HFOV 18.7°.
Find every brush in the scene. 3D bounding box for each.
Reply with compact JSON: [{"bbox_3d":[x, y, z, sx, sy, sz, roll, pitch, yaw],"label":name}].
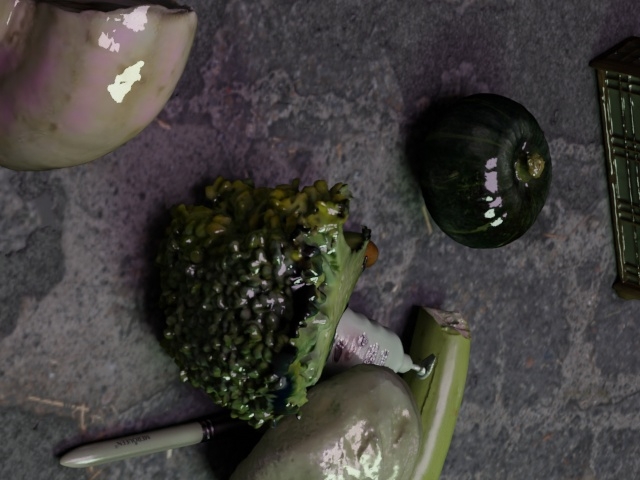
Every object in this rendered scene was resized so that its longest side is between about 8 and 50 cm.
[{"bbox_3d":[-0.135,0.193,1.922,0.299,0.042,0.039,-9,112,-39],"label":"brush"}]

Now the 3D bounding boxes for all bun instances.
[{"bbox_3d":[0.017,0.231,1.961,0.231,0.133,0.231,-34,164,-11],"label":"bun"}]

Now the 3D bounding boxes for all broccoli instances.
[{"bbox_3d":[-0.066,0.039,1.867,0.273,0.180,0.242,-60,163,-61],"label":"broccoli"}]

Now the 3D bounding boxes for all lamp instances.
[{"bbox_3d":[0.395,-0.077,2.313,0.089,0.090,0.325,-33,126,-34],"label":"lamp"}]

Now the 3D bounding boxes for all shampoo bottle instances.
[{"bbox_3d":[0.054,0.120,2.048,0.152,0.045,0.077,22,88,-34],"label":"shampoo bottle"}]

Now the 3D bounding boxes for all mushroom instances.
[{"bbox_3d":[-0.204,-0.130,1.635,0.236,0.162,0.173,0,103,-44],"label":"mushroom"}]

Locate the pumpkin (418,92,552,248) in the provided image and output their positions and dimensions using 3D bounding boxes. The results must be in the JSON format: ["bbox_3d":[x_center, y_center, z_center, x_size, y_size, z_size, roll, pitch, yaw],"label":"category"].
[{"bbox_3d":[0.177,-0.073,2.067,0.167,0.125,0.167,-21,124,-35],"label":"pumpkin"}]

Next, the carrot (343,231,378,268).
[{"bbox_3d":[0.000,0.002,1.984,0.165,0.036,0.035,14,94,-45],"label":"carrot"}]

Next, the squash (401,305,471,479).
[{"bbox_3d":[0.106,0.197,2.128,0.083,0.083,0.250,15,93,-47],"label":"squash"}]
